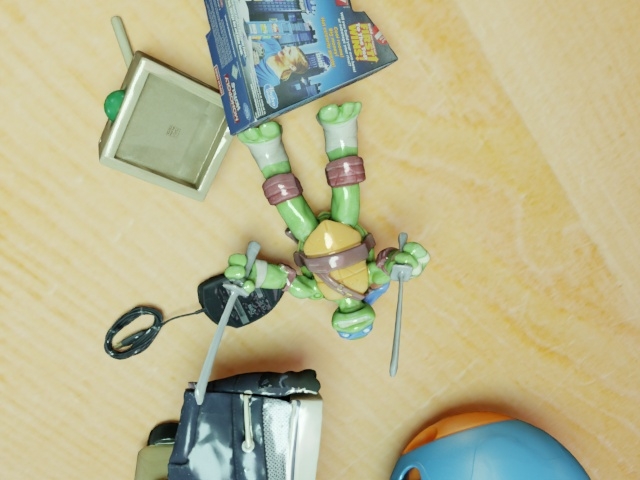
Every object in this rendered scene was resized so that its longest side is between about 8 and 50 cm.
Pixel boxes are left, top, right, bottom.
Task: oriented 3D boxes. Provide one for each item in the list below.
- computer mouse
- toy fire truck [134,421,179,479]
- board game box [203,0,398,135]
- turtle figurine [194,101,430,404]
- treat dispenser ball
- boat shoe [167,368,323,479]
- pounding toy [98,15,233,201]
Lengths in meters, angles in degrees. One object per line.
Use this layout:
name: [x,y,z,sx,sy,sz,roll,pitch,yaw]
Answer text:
computer mouse: [-0.156,0.087,0.662,0.241,0.041,0.071,-20,108,2]
toy fire truck: [-0.140,0.391,0.720,0.216,0.159,0.247,3,120,-14]
board game box: [-0.019,-0.220,0.544,0.194,0.060,0.194,-16,94,-33]
turtle figurine: [0.000,0.000,0.557,0.274,0.197,0.267,-20,98,-48]
treat dispenser ball: [0.229,0.382,0.715,0.287,0.288,0.289,-4,110,-12]
boat shoe: [-0.090,0.310,0.583,0.157,0.127,0.341,5,82,-7]
pounding toy: [-0.169,-0.137,0.554,0.141,0.100,0.130,21,104,-30]
